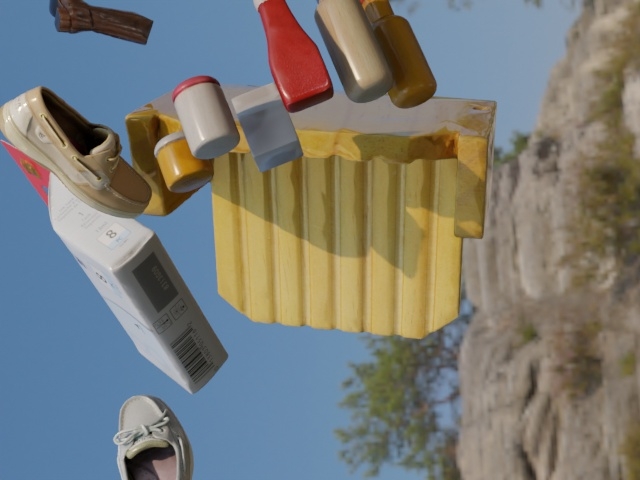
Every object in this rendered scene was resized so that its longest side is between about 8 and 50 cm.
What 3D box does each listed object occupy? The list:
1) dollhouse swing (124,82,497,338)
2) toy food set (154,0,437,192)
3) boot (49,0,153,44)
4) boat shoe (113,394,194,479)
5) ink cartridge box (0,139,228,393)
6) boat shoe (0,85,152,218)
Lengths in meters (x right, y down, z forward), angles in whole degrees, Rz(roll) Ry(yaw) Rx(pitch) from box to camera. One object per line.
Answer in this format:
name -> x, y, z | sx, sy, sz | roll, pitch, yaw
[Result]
dollhouse swing -> 0.000, 0.000, 1.260 | 0.315, 0.347, 0.304 | -58, -28, -71
toy food set -> -0.034, -0.133, 0.936 | 0.111, 0.232, 0.104 | 67, -178, -73
boot -> -0.259, -0.272, 1.395 | 0.037, 0.114, 0.106 | 116, 146, -42
boat shoe -> -0.268, 0.374, 1.914 | 0.103, 0.118, 0.320 | 76, 178, -50
ink cartridge box -> -0.334, 0.036, 1.773 | 0.091, 0.385, 0.308 | -47, -39, -19
boat shoe -> -0.212, -0.080, 1.084 | 0.170, 0.059, 0.063 | 36, -147, -36
